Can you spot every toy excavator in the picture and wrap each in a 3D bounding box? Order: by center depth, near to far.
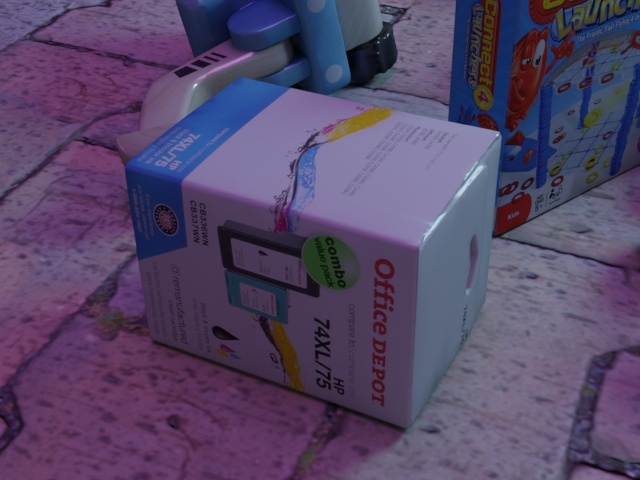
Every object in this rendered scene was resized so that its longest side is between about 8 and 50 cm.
[{"bbox_3d":[-0.103,-0.248,1.252,0.445,0.222,0.433,-30,43,-14],"label":"toy excavator"}]

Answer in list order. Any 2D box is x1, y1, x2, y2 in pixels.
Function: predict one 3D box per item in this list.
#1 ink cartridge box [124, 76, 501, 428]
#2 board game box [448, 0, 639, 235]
[{"bbox_3d":[0.000,0.000,0.866,0.270,0.198,0.197,15,38,23],"label":"ink cartridge box"},{"bbox_3d":[0.280,-0.197,1.046,0.308,0.301,0.086,-25,42,-29],"label":"board game box"}]
